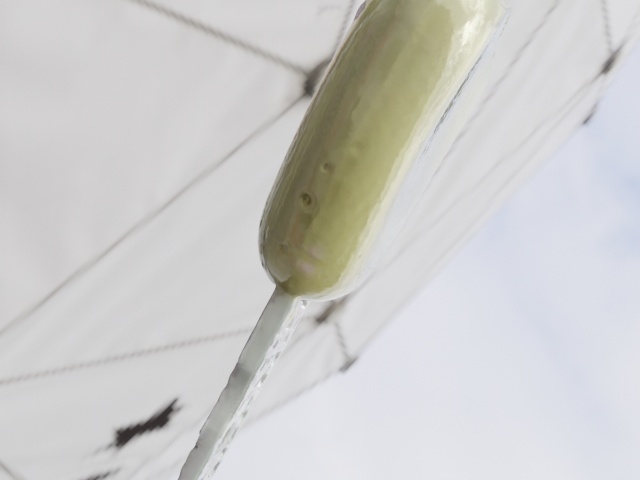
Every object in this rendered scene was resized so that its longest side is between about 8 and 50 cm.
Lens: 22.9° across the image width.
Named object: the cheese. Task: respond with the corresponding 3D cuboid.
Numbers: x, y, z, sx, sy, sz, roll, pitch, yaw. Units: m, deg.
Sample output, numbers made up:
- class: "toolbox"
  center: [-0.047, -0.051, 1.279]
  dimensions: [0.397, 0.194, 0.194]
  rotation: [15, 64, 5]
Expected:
- class: "cheese"
  center: [0.000, 0.000, 0.655]
  dimensions: [0.050, 0.127, 0.255]
  rotation: [31, -77, 7]
